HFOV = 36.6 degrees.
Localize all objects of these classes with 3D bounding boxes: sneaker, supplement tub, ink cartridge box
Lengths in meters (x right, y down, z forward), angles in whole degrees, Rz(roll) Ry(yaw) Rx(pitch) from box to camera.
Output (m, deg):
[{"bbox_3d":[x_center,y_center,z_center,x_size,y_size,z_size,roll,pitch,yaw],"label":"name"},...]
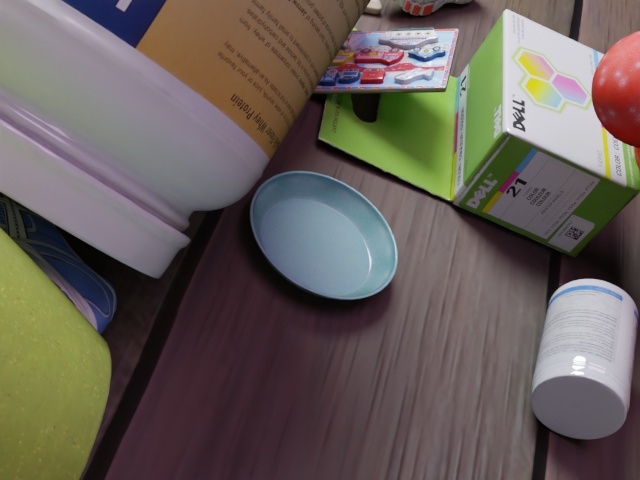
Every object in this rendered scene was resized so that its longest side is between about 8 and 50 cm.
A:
[{"bbox_3d":[0.107,-0.276,1.009,0.065,0.061,0.158,42,34,27],"label":"sneaker"},{"bbox_3d":[-0.092,-0.160,0.569,0.228,0.228,0.316,32,85,-2],"label":"supplement tub"},{"bbox_3d":[0.199,0.087,0.725,0.071,0.071,0.107,31,44,-3],"label":"supplement tub"},{"bbox_3d":[0.141,-0.122,0.855,0.255,0.097,0.189,23,45,-12],"label":"ink cartridge box"},{"bbox_3d":[-0.213,0.003,0.570,0.211,0.080,0.081,37,18,7],"label":"sneaker"}]

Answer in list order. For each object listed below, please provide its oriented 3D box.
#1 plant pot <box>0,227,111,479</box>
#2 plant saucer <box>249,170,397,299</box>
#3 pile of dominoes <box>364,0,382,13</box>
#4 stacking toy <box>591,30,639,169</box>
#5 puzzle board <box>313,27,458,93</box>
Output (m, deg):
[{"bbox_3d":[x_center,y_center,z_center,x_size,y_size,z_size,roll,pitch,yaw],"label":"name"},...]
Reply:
[{"bbox_3d":[-0.248,0.038,0.401,0.293,0.275,0.275,31,41,-26],"label":"plant pot"},{"bbox_3d":[0.000,0.000,0.721,0.119,0.021,0.119,16,47,-18],"label":"plant saucer"},{"bbox_3d":[-0.051,-0.318,0.957,0.251,0.040,0.196,3,52,-29],"label":"pile of dominoes"},{"bbox_3d":[0.332,-0.046,0.781,0.330,0.141,0.141,42,37,-30],"label":"stacking toy"},{"bbox_3d":[0.052,-0.160,0.850,0.128,0.011,0.096,2,43,15],"label":"puzzle board"}]
